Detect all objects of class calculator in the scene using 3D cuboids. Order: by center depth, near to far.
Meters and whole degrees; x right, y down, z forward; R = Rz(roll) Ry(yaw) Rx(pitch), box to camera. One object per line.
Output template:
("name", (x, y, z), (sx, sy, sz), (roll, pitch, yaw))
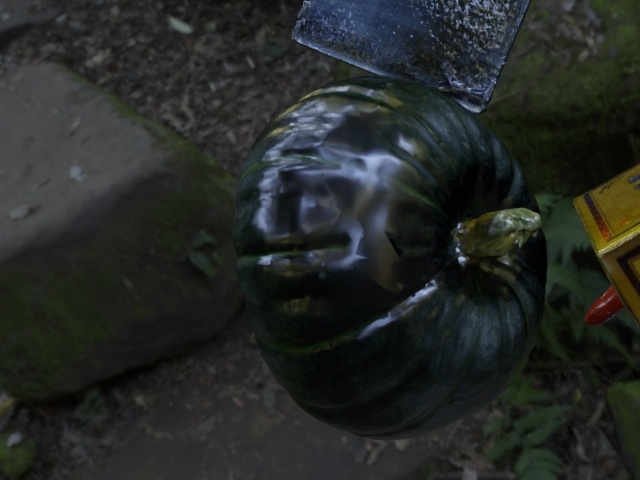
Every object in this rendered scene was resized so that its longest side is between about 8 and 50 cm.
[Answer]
("calculator", (0.105, -0.261, 1.126), (0.261, 0.021, 0.161), (27, 99, 19))

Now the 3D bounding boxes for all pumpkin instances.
("pumpkin", (0.055, 0.008, 0.659), (0.216, 0.250, 0.250), (-17, 31, 47))

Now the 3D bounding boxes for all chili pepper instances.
("chili pepper", (0.605, 0.124, 2.002), (0.088, 0.065, 0.169), (-21, -22, -53))

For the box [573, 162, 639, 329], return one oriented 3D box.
("box", (0.334, -0.054, 0.676), (0.301, 0.084, 0.193), (-32, 5, 15))
